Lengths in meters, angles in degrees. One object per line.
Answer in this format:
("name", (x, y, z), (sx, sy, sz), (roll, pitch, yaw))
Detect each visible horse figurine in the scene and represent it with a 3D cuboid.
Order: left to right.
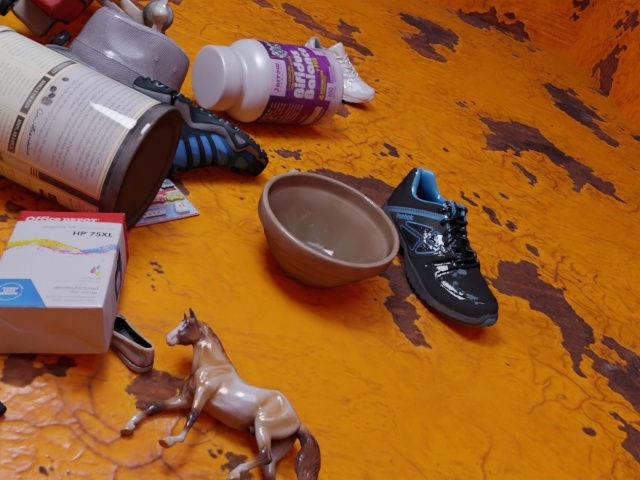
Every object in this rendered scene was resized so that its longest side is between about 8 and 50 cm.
("horse figurine", (-0.100, 0.209, 0.857), (0.263, 0.066, 0.174), (29, 38, 9))

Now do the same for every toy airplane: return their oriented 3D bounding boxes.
("toy airplane", (-0.468, -0.555, 1.490), (0.386, 0.272, 0.385), (11, 42, -55))

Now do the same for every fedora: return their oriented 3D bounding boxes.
("fedora", (-0.344, -0.335, 1.327), (0.275, 0.124, 0.243), (22, 11, -46))

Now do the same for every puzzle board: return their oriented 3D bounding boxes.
("puzzle board", (-0.270, -0.064, 1.178), (0.128, 0.011, 0.096), (-15, 51, -47))

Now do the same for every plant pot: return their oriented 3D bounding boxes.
("plant pot", (0.000, 0.000, 1.188), (0.237, 0.110, 0.237), (18, 34, -13))

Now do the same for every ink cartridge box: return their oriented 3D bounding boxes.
("ink cartridge box", (-0.316, 0.033, 0.908), (0.134, 0.078, 0.231), (1, 37, -7))

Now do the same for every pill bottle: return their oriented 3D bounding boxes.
("pill bottle", (-0.109, -0.330, 1.529), (0.301, 0.169, 0.169), (-6, 44, -41))

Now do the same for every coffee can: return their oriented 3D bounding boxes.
("coffee can", (-0.368, -0.158, 1.053), (0.275, 0.202, 0.201), (26, 32, 2))

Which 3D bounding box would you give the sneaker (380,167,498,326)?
("sneaker", (0.215, 0.008, 1.306), (0.125, 0.140, 0.341), (2, 41, -37))

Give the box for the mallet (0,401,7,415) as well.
("mallet", (-0.398, 0.118, 0.804), (0.189, 0.039, 0.062), (40, 31, 11))

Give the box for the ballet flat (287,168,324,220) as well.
("ballet flat", (-0.022, -0.080, 1.344), (0.057, 0.049, 0.173), (8, 36, -30))

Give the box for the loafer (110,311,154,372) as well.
("loafer", (-0.251, 0.110, 0.911), (0.125, 0.039, 0.045), (38, 34, 17))

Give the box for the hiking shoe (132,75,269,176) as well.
("hiking shoe", (-0.225, -0.169, 1.281), (0.304, 0.132, 0.113), (27, 5, -43))

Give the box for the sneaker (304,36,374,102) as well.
("sneaker", (0.044, -0.434, 1.841), (0.232, 0.115, 0.090), (32, 32, 9))
